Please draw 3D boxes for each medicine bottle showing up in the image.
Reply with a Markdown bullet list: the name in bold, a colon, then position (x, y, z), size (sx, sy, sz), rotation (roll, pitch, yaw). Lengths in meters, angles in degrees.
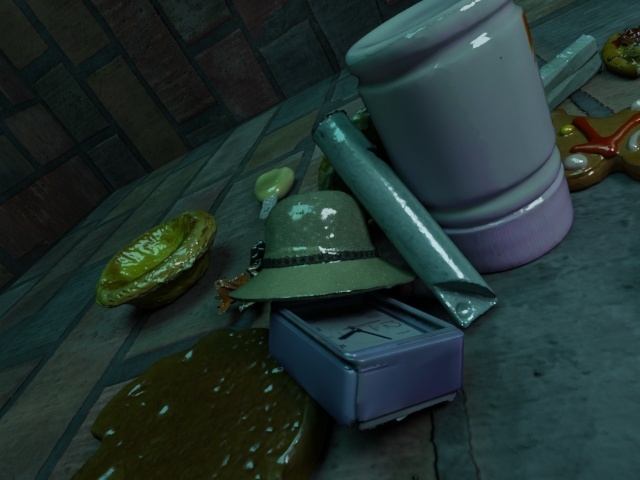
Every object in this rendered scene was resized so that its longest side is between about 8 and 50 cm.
- **medicine bottle**: position (0.184, -0.138, 0.564), size (0.202, 0.316, 0.202), rotation (-24, 27, 13)

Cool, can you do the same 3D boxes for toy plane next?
- **toy plane**: position (-0.110, 0.077, 0.810), size (0.188, 0.062, 0.135), rotation (-22, 24, -12)

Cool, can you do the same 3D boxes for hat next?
- **hat**: position (0.000, 0.000, 0.592), size (0.256, 0.130, 0.257), rotation (-6, -1, 0)

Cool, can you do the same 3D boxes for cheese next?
- **cheese**: position (-0.128, -0.124, 1.173), size (0.127, 0.050, 0.256), rotation (-24, 29, 13)

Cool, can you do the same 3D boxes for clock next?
- **clock**: position (0.042, 0.114, 0.483), size (0.144, 0.073, 0.193), rotation (-6, 12, -29)

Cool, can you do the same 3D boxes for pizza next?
- **pizza**: position (0.623, -0.379, 0.801), size (0.193, 0.053, 0.201), rotation (-20, 28, 23)

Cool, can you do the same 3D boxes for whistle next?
- **whistle**: position (0.098, -0.034, 0.548), size (0.062, 0.312, 0.062), rotation (-33, -16, -11)

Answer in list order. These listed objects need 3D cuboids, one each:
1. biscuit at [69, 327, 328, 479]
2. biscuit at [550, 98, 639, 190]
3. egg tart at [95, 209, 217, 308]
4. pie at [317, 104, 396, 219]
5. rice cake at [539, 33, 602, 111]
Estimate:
- **biscuit**: position (-0.172, 0.257, 0.536), size (0.381, 0.074, 0.359), rotation (-37, 27, -9)
- **biscuit**: position (0.408, -0.150, 0.651), size (0.205, 0.049, 0.324), rotation (-35, 28, -8)
- **egg tart**: position (-0.361, 0.060, 1.021), size (0.318, 0.128, 0.319), rotation (-24, 30, 15)
- **pie**: position (0.110, -0.141, 0.733), size (0.274, 0.274, 0.055), rotation (-36, 56, -8)
- **rice cake**: position (0.447, -0.301, 0.824), size (0.226, 0.085, 0.040), rotation (-39, 34, -14)
